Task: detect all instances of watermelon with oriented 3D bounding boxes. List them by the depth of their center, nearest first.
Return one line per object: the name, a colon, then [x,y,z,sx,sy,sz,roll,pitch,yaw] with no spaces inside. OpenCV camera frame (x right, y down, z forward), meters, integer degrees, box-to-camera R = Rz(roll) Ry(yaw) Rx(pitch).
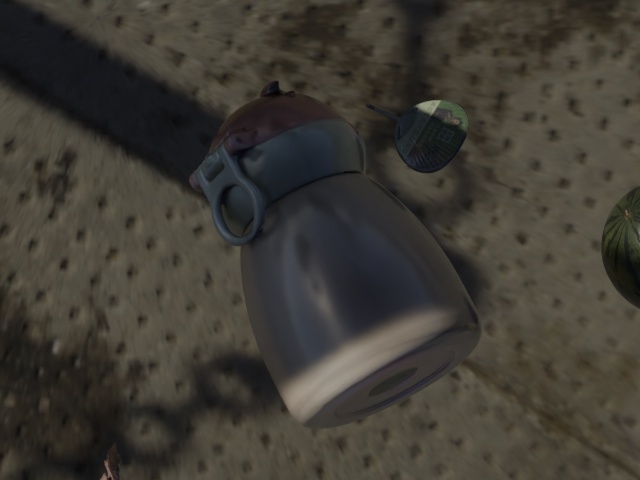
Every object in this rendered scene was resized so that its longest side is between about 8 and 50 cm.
watermelon: [0.283,0.013,1.522,0.105,0.105,0.133,-48,130,1]

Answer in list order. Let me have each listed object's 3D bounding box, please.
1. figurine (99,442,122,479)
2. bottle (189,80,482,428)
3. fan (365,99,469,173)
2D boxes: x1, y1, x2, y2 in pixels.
figurine: [-0.283,0.287,1.321,0.361,0.253,0.211,-18,96,-5]
bottle: [0.000,0.000,1.343,0.147,0.147,0.236,-26,73,-3]
fan: [0.078,-0.088,1.432,0.060,0.003,0.080,-32,65,-2]
